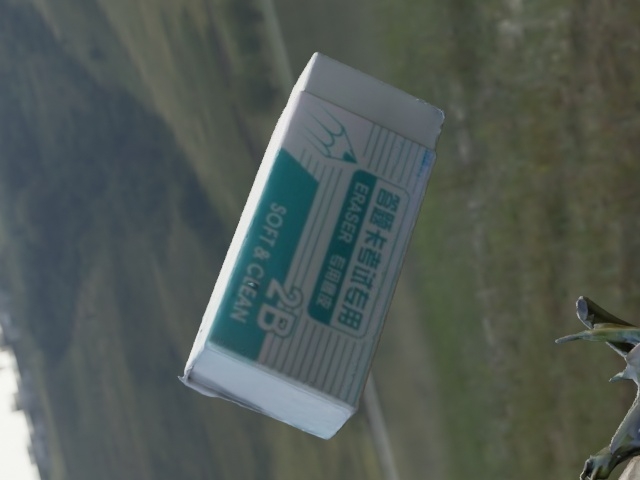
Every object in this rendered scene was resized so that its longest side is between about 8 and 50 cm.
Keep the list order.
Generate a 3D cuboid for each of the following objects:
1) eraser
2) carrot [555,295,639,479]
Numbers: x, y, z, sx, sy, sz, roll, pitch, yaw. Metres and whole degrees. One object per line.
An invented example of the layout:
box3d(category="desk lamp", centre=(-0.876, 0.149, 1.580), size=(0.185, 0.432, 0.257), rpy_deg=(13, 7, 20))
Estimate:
box3d(category="eraser", centre=(0.000, 0.000, 1.053), size=(0.052, 0.096, 0.225), rpy_deg=(124, 168, -54))
box3d(category="carrot", centre=(0.235, 0.163, 0.818), size=(0.331, 0.214, 0.193), rpy_deg=(60, 168, -23))
